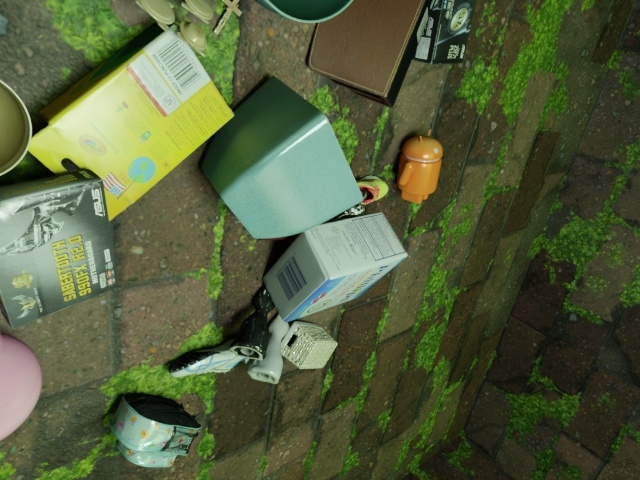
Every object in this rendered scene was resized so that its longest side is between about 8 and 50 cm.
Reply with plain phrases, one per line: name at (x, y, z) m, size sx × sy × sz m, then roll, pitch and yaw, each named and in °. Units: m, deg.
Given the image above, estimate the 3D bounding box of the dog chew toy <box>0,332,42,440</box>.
dog chew toy at (-0.614, 0.190, 0.733) m, size 0.207 × 0.207 × 0.331 m, roll -31°, pitch 126°, yaw -26°

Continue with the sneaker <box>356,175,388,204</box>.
sneaker at (0.135, -0.137, 1.312) m, size 0.209 × 0.094 × 0.081 m, roll -10°, pitch 120°, yaw -41°

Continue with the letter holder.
letter holder at (0.121, -0.500, 1.049) m, size 0.152 × 0.215 × 0.301 m, roll -28°, pitch 141°, yaw -74°

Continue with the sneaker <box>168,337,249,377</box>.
sneaker at (-0.287, 0.326, 1.204) m, size 0.237 × 0.085 × 0.086 m, roll -9°, pitch 97°, yaw -42°

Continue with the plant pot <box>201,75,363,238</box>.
plant pot at (-0.103, -0.152, 0.976) m, size 0.252 × 0.248 × 0.247 m, roll -36°, pitch 137°, yaw -5°

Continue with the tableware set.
tableware set at (-0.243, -0.396, 0.762) m, size 0.020 × 0.168 × 0.141 m, roll -27°, pitch 145°, yaw 32°

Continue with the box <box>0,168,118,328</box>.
box at (-0.447, 0.011, 0.749) m, size 0.183 × 0.056 × 0.230 m, roll -25°, pitch 135°, yaw -42°

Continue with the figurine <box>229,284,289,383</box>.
figurine at (-0.148, 0.260, 1.264) m, size 0.214 × 0.093 × 0.209 m, roll 72°, pitch 26°, yaw -44°

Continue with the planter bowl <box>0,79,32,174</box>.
planter bowl at (-0.520, -0.178, 0.647) m, size 0.162 × 0.109 × 0.162 m, roll -24°, pitch 130°, yaw -32°

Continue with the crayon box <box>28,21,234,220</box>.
crayon box at (-0.339, -0.214, 0.819) m, size 0.318 × 0.081 × 0.202 m, roll -45°, pitch 137°, yaw -14°

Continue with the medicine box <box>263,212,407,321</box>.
medicine box at (0.037, 0.071, 1.225) m, size 0.289 × 0.149 × 0.263 m, roll -12°, pitch 156°, yaw -38°

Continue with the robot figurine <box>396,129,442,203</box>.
robot figurine at (0.305, -0.226, 1.392) m, size 0.158 × 0.128 × 0.219 m, roll -5°, pitch 121°, yaw -14°

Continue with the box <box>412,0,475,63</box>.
box at (0.336, -0.582, 1.232) m, size 0.147 × 0.078 × 0.180 m, roll -18°, pitch 126°, yaw -36°

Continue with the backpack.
backpack at (-0.419, 0.462, 1.109) m, size 0.144 × 0.166 × 0.188 m, roll -57°, pitch 137°, yaw -14°

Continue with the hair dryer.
hair dryer at (-0.028, -0.069, 1.137) m, size 0.294 × 0.080 × 0.223 m, roll -22°, pitch 172°, yaw 4°

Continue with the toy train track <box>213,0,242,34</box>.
toy train track at (-0.184, -0.440, 0.876) m, size 0.083 × 0.014 × 0.048 m, roll -55°, pitch 146°, yaw 7°

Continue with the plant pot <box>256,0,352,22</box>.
plant pot at (-0.070, -0.545, 0.778) m, size 0.290 × 0.195 × 0.290 m, roll -24°, pitch 130°, yaw -32°

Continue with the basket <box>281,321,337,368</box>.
basket at (-0.036, 0.333, 1.422) m, size 0.113 × 0.103 × 0.167 m, roll -59°, pitch 150°, yaw 3°
